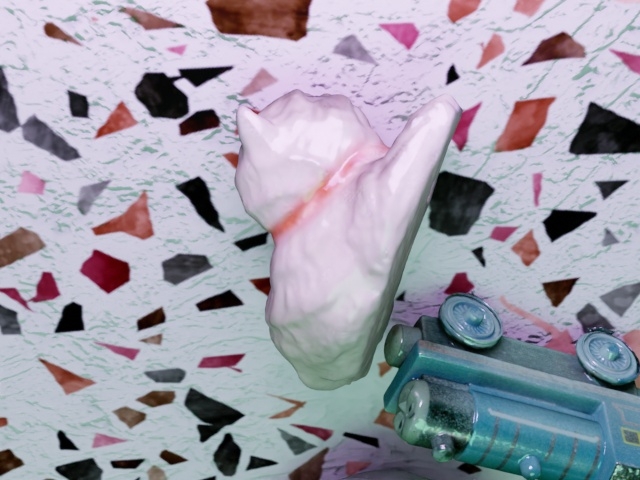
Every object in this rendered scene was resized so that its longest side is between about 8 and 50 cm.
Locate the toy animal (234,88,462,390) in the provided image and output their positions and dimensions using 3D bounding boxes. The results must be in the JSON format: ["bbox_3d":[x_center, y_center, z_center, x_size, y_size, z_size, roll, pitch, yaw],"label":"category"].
[{"bbox_3d":[0.000,0.000,1.491,0.188,0.266,0.308,14,173,2],"label":"toy animal"}]

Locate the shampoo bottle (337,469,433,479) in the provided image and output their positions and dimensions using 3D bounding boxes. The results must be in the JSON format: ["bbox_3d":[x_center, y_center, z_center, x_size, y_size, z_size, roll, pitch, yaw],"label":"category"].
[{"bbox_3d":[0.092,0.399,1.759,0.273,0.273,0.266,-34,134,24],"label":"shampoo bottle"}]

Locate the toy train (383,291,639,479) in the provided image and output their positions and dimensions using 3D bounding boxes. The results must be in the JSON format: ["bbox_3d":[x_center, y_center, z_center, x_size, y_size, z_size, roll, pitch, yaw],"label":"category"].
[{"bbox_3d":[0.206,0.171,1.617,0.298,0.194,0.120,15,130,-16],"label":"toy train"}]
